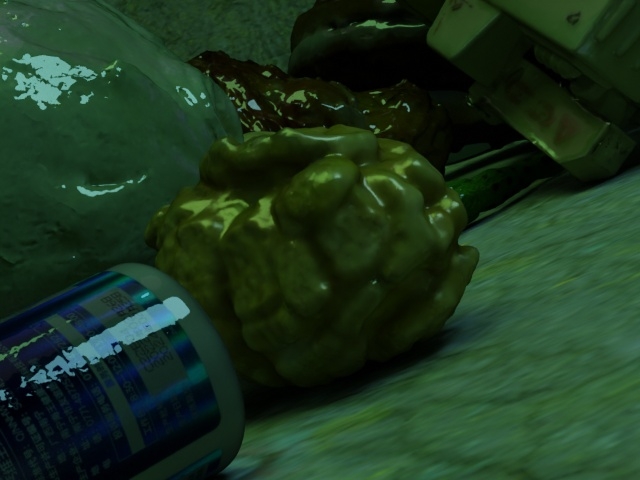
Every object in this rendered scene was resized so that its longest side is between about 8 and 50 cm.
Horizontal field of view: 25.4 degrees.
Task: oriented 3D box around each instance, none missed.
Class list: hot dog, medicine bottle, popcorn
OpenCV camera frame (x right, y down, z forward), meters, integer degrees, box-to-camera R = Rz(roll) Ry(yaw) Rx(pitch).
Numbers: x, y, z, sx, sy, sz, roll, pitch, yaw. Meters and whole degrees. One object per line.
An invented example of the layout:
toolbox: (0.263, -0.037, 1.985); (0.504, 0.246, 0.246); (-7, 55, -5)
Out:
hot dog: (-0.023, -0.082, 1.362); (0.267, 0.174, 0.387); (11, -3, -12)
medicine bottle: (-0.133, 0.091, 0.597); (0.191, 0.107, 0.107); (-27, 6, -35)
popcorn: (-0.017, 0.006, 0.761); (0.163, 0.140, 0.194); (-19, 8, -17)

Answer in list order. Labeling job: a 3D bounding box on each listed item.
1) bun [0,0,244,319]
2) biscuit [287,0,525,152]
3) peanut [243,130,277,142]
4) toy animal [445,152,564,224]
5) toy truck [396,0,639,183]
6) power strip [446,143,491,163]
bun: (-0.128, -0.028, 0.900); (0.187, 0.293, 0.293); (-3, 10, 13)
biscuit: (0.123, -0.177, 1.480); (0.332, 0.103, 0.332); (2, -14, 0)
peanut: (-0.095, -0.007, 1.111); (0.305, 0.147, 0.147); (-16, 8, 28)
toy animal: (0.117, -0.035, 1.139); (0.075, 0.041, 0.217); (-16, 5, 45)
toy truck: (0.180, -0.220, 1.142); (0.254, 0.180, 0.405); (-52, 41, 5)
power strip: (0.209, -0.139, 1.737); (0.137, 0.044, 0.216); (-25, 5, -13)
